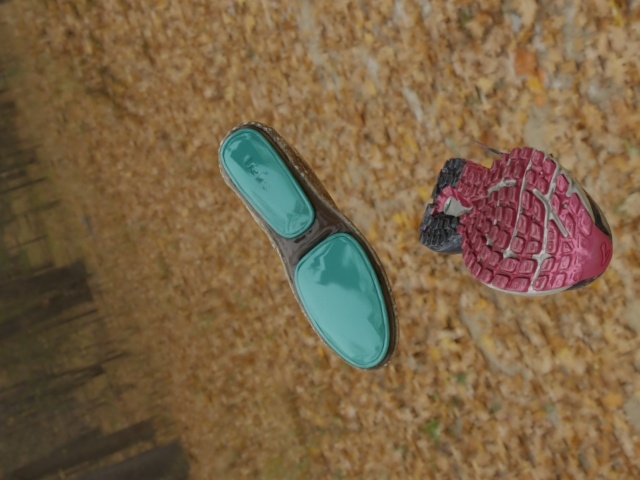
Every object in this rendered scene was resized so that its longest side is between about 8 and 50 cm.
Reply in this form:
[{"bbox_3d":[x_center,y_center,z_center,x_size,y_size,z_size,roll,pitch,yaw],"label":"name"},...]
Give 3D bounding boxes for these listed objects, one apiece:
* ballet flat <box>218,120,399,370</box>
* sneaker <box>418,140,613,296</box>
[{"bbox_3d":[0.000,0.000,0.751,0.206,0.073,0.067,60,-164,5],"label":"ballet flat"},{"bbox_3d":[0.185,-0.017,0.897,0.299,0.112,0.121,-134,63,-77],"label":"sneaker"}]
